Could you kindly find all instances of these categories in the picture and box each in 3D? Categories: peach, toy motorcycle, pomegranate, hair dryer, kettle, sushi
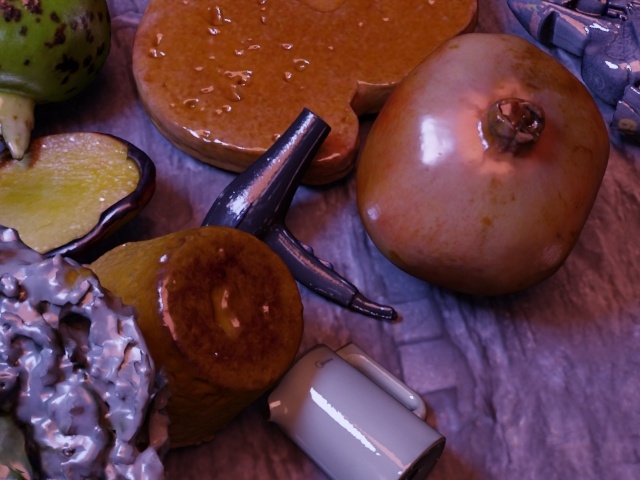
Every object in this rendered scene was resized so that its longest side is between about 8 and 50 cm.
[{"bbox_3d":[-0.291,-0.028,1.055,0.279,0.068,0.189,3,45,25],"label":"peach"},{"bbox_3d":[0.358,-0.211,1.162,0.173,0.108,0.307,-33,63,-12],"label":"toy motorcycle"},{"bbox_3d":[-0.333,-0.205,1.104,0.211,0.211,0.263,2,83,0],"label":"pomegranate"},{"bbox_3d":[0.000,0.000,1.043,0.219,0.075,0.195,38,94,1],"label":"hair dryer"},{"bbox_3d":[0.037,0.164,0.941,0.148,0.098,0.127,39,72,24],"label":"kettle"},{"bbox_3d":[-0.301,0.169,0.791,0.417,0.176,0.418,0,93,-3],"label":"sushi"},{"bbox_3d":[0.157,-0.075,0.983,0.229,0.270,0.252,33,71,8],"label":"pomegranate"}]

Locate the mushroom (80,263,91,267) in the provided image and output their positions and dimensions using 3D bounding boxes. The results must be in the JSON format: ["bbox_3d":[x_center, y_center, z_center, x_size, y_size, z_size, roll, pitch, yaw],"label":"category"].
[{"bbox_3d":[-0.315,0.128,0.937,0.285,0.156,0.151,-20,80,-21],"label":"mushroom"}]

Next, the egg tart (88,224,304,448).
[{"bbox_3d":[-0.116,0.076,0.918,0.202,0.147,0.203,14,64,-30],"label":"egg tart"}]

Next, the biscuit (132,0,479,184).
[{"bbox_3d":[-0.019,-0.264,1.205,0.349,0.078,0.455,36,66,16],"label":"biscuit"}]
